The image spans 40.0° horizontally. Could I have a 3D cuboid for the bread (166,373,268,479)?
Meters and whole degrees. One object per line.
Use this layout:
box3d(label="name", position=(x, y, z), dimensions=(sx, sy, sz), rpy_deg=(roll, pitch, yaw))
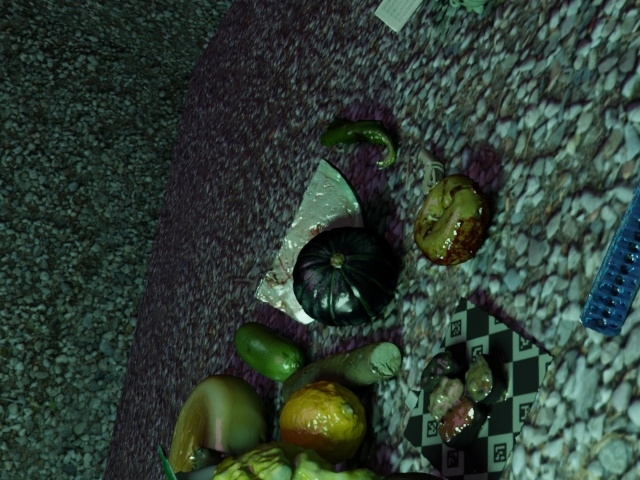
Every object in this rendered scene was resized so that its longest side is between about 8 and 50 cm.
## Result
box3d(label="bread", position=(-0.218, 0.455, 1.903), dimensions=(0.333, 0.160, 0.333), rpy_deg=(-39, 42, 46))

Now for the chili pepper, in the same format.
box3d(label="chili pepper", position=(0.076, -0.221, 1.873), dimensions=(0.085, 0.076, 0.359), rpy_deg=(-46, 21, -4))

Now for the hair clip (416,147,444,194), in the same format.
box3d(label="hair clip", position=(0.196, -0.088, 1.497), dimensions=(0.072, 0.034, 0.226), rpy_deg=(-45, 31, 43))

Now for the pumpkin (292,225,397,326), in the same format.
box3d(label="pumpkin", position=(0.042, 0.062, 1.567), dimensions=(0.150, 0.194, 0.194), rpy_deg=(104, 179, -74))

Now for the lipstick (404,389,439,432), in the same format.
box3d(label="lipstick", position=(0.161, 0.259, 1.304), dimensions=(0.025, 0.025, 0.107), rpy_deg=(-67, 26, 12))

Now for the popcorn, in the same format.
box3d(label="popcorn", position=(-0.076, 0.436, 1.367), dimensions=(0.237, 0.293, 0.293), rpy_deg=(35, 109, 32))

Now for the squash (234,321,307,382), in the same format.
box3d(label="squash", position=(-0.121, 0.241, 1.932), dimensions=(0.378, 0.101, 0.101), rpy_deg=(19, 90, 67))

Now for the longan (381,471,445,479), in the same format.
box3d(label="longan", position=(0.113, 0.388, 1.123), dimensions=(0.189, 0.189, 0.189), rpy_deg=(-51, 28, 43))

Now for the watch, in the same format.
box3d(label="watch", position=(0.396, -0.043, 0.924), dimensions=(0.276, 0.068, 0.275), rpy_deg=(159, 122, -64))

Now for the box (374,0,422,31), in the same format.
box3d(label="box", position=(0.242, -0.563, 1.632), dimensions=(0.343, 0.065, 0.200), rpy_deg=(-49, 5, 46))

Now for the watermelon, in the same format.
box3d(label="watermelon", position=(0.000, 0.000, 1.714), dimensions=(0.224, 0.180, 0.305), rpy_deg=(34, 103, 54))

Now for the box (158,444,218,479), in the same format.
box3d(label="box", position=(-0.182, 0.553, 1.636), dimensions=(0.264, 0.106, 0.337), rpy_deg=(46, 151, 46))

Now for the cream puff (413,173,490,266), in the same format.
box3d(label="cream puff", position=(0.209, -0.029, 1.344), dimensions=(0.149, 0.084, 0.149), rpy_deg=(-44, 35, 44))

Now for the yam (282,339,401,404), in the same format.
box3d(label="yam", position=(0.026, 0.245, 1.592), dimensions=(0.371, 0.083, 0.083), rpy_deg=(-36, 41, 56))

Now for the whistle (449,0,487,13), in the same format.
box3d(label="whistle", position=(0.288, -0.481, 1.497), dimensions=(0.253, 0.101, 0.106), rpy_deg=(133, 152, -54))

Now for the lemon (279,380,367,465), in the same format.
box3d(label="lemon", position=(0.008, 0.308, 1.483), dimensions=(0.187, 0.142, 0.142), rpy_deg=(-39, 38, 54))

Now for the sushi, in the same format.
box3d(label="sushi", position=(0.189, 0.213, 1.200), dimensions=(0.219, 0.047, 0.231), rpy_deg=(37, 107, 61))
